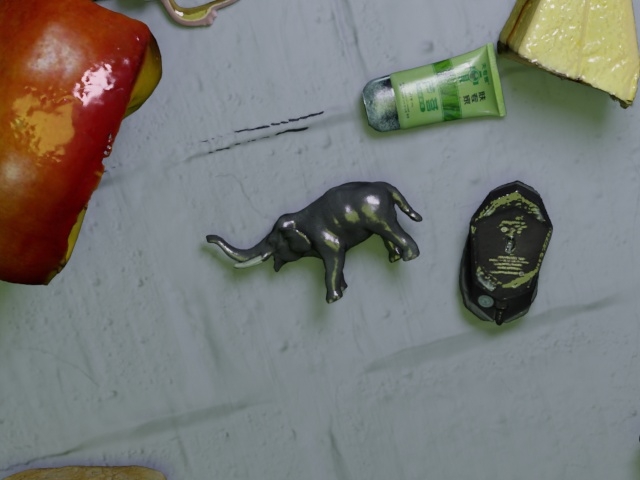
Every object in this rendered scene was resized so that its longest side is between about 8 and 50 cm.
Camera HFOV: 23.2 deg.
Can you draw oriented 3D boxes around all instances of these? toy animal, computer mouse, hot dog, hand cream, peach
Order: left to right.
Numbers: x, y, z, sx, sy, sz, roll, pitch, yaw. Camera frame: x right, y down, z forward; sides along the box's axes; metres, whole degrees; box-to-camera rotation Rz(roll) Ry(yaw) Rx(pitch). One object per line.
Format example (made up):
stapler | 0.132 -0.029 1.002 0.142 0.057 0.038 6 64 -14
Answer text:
peach | -0.352 -0.143 1.847 0.242 0.306 0.380 28 108 -18
hot dog | -0.318 0.342 2.077 0.242 0.073 0.084 -3 107 -1
toy animal | 0.001 0.010 1.991 0.269 0.082 0.137 -20 99 9
hand cream | 0.141 -0.185 1.957 0.175 0.046 0.095 -12 100 2
computer mouse | 0.235 0.012 1.996 0.105 0.062 0.192 7 109 -2

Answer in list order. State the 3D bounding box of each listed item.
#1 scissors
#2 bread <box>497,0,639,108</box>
scissors | -0.224 -0.330 1.940 0.317 0.024 0.160 -13 105 4
bread | 0.341 -0.308 1.864 0.163 0.168 0.264 22 102 -6
